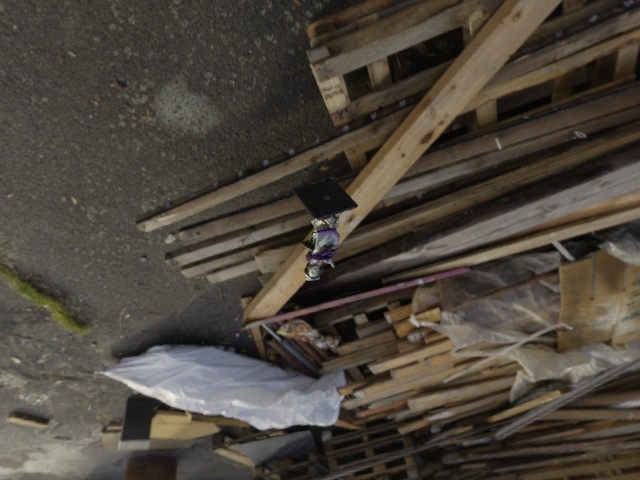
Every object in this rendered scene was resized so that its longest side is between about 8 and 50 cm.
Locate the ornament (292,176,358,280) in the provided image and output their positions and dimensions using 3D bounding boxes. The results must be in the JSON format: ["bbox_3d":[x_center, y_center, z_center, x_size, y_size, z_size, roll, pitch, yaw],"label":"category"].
[{"bbox_3d":[0.004,0.003,0.733,0.088,0.081,0.203,-16,133,-25],"label":"ornament"}]
